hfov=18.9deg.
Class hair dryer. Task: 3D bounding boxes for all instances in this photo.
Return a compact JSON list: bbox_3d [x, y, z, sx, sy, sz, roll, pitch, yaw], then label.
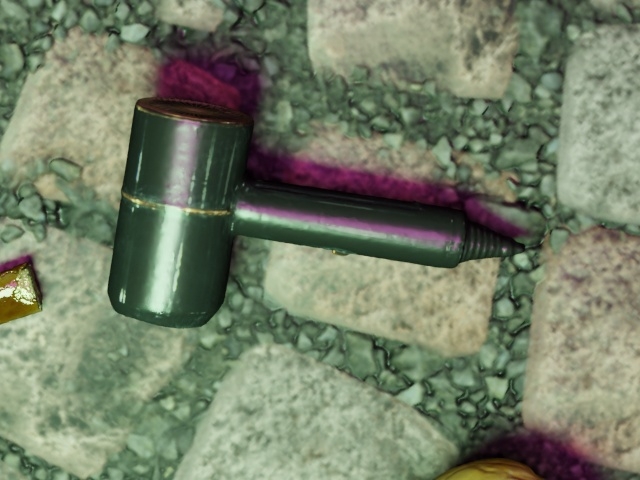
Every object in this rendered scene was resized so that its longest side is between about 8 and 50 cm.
[{"bbox_3d":[0.000,0.000,1.652,0.352,0.107,0.189,10,102,-3],"label":"hair dryer"}]

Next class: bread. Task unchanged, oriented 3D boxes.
[{"bbox_3d":[-0.289,0.053,1.706,0.083,0.036,0.047,-20,105,5],"label":"bread"}]

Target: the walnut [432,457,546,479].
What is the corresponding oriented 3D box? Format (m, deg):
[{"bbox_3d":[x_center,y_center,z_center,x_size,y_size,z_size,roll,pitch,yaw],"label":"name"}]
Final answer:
[{"bbox_3d":[0.129,0.280,1.655,0.159,0.159,0.207,42,104,-3],"label":"walnut"}]
